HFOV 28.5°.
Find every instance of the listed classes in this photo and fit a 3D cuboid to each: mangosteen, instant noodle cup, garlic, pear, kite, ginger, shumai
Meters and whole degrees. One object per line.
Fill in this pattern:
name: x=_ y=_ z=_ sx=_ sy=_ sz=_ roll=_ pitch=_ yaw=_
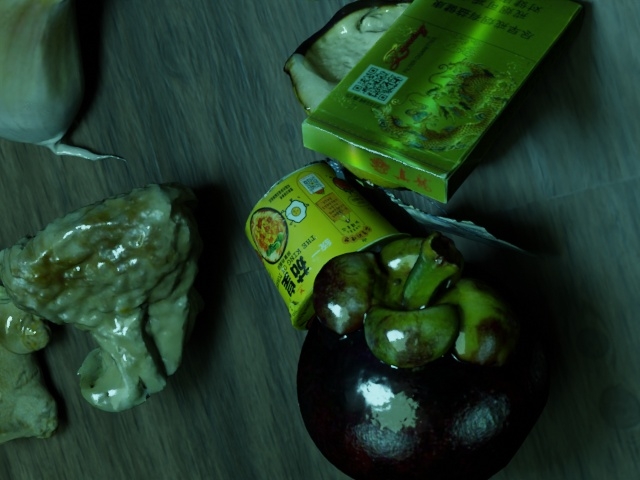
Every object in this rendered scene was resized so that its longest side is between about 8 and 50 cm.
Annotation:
mangosteen: x=0.099 y=0.142 z=1.431 sx=0.297 sy=0.296 sz=0.313 roll=-32 pitch=127 yaw=32
instant noodle cup: x=0.000 y=0.000 z=1.546 sx=0.144 sy=0.182 sz=0.182 roll=52 pitch=122 yaw=19
garlic: x=-0.405 y=-0.284 z=1.722 sx=0.246 sy=0.231 sz=0.340 roll=-4 pitch=134 yaw=4
pear: x=0.091 y=-0.137 z=1.458 sx=0.267 sy=0.267 sz=0.178 roll=23 pitch=139 yaw=23
kite: x=0.132 y=-0.029 z=1.391 sx=0.169 sy=0.310 sz=0.015 roll=19 pitch=87 yaw=32
ginger: x=-0.478 y=0.181 z=1.892 sx=0.221 sy=0.130 sz=0.275 roll=-29 pitch=93 yaw=24
shumai: x=-0.254 y=0.079 z=1.649 sx=0.314 sy=0.267 sz=0.262 roll=-26 pitch=87 yaw=39

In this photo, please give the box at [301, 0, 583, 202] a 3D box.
box: x=0.136 y=-0.178 z=1.348 sx=0.173 sy=0.311 sz=0.043 roll=24 pitch=145 yaw=23
